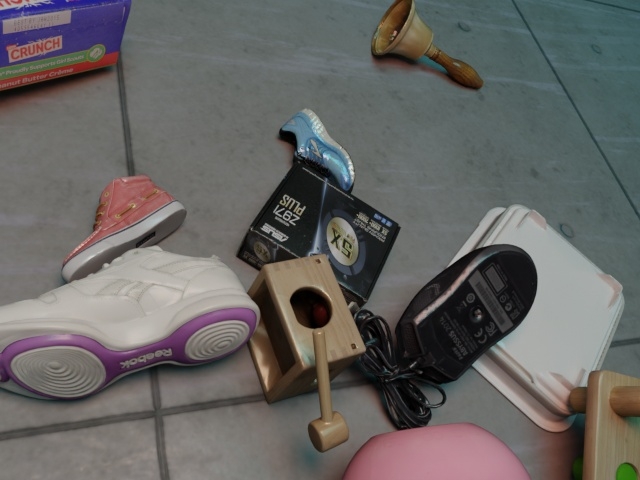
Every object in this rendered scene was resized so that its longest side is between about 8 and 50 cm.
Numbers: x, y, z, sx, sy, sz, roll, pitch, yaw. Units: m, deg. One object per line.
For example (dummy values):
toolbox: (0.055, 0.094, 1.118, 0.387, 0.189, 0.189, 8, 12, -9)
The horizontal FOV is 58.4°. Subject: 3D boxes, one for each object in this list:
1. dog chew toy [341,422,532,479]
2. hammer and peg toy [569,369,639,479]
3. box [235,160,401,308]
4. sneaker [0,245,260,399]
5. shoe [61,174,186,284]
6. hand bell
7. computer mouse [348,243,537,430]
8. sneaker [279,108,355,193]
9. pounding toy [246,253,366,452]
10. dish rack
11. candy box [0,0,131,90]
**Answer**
dog chew toy: (0.128, 0.355, 0.553, 0.206, 0.206, 0.332, 2, 67, -24)
hammer and peg toy: (0.436, 0.367, 0.713, 0.265, 0.127, 0.362, 15, 72, -15)
box: (0.000, 0.000, 0.794, 0.180, 0.077, 0.147, 33, 52, -2)
sneaker: (-0.229, 0.082, 0.636, 0.304, 0.114, 0.152, -5, 41, -26)
shoe: (-0.255, -0.017, 0.701, 0.081, 0.063, 0.178, 41, 49, 11)
hand bell: (0.236, -0.372, 1.149, 0.242, 0.126, 0.126, 23, 51, -24)
computer mouse: (0.164, 0.099, 0.754, 0.272, 0.072, 0.189, -35, 105, -12)
sneaker: (-0.007, -0.129, 0.899, 0.073, 0.063, 0.162, -32, 71, -18)
pounding toy: (0.000, 0.124, 0.646, 0.094, 0.181, 0.206, -10, 64, -30)
dish rack: (0.343, 0.094, 0.899, 0.285, 0.072, 0.333, 43, 53, 5)
candy box: (-0.462, -0.347, 0.754, 0.317, 0.122, 0.268, 44, 44, 13)
